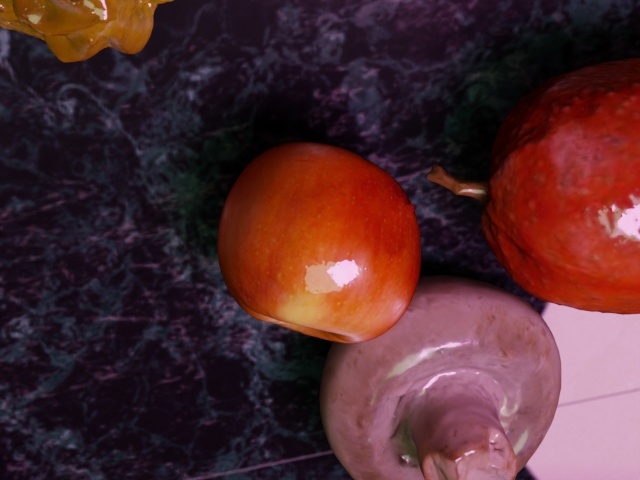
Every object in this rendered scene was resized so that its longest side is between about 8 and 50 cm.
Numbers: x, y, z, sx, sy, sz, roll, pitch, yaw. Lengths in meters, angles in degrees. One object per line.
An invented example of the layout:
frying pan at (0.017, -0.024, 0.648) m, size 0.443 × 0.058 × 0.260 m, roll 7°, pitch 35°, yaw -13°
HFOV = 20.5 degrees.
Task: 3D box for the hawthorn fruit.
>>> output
hawthorn fruit at (0.208, -0.039, 1.337) m, size 0.253 × 0.205 × 0.205 m, roll -5°, pitch 124°, yaw 3°

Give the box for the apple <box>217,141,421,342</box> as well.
apple at (0.000, 0.000, 1.330) m, size 0.163 × 0.163 × 0.139 m, roll 16°, pitch 81°, yaw -22°

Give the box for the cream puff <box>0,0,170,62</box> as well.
cream puff at (-0.145, -0.201, 1.161) m, size 0.221 × 0.195 × 0.195 m, roll -22°, pitch 124°, yaw 5°

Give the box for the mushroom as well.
mushroom at (0.102, 0.135, 1.417) m, size 0.204 × 0.204 × 0.204 m, roll -6°, pitch 123°, yaw -9°
